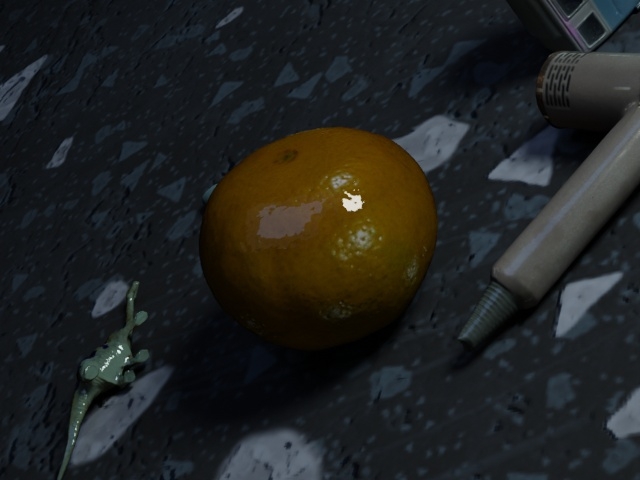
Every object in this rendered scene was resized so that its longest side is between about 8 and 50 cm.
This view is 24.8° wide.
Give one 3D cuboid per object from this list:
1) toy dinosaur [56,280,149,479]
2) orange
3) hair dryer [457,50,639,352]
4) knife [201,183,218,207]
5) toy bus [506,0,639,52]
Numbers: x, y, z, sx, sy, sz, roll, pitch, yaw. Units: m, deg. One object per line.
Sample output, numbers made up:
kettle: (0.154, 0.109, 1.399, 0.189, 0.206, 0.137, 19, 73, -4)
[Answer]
toy dinosaur: (-0.153, 0.093, 1.045, 0.058, 0.037, 0.180, -41, 15, 46)
orange: (0.000, 0.000, 0.923, 0.156, 0.124, 0.156, -16, 26, 8)
hair dryer: (0.169, -0.022, 0.842, 0.195, 0.053, 0.220, 11, 58, 50)
knife: (-0.025, -0.023, 1.075, 0.210, 0.015, 0.028, 10, 51, 50)
toy bus: (0.158, -0.187, 0.992, 0.075, 0.123, 0.060, -49, 33, -8)
